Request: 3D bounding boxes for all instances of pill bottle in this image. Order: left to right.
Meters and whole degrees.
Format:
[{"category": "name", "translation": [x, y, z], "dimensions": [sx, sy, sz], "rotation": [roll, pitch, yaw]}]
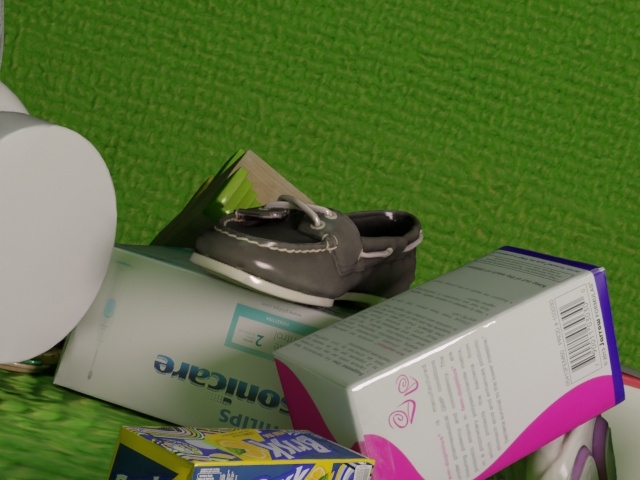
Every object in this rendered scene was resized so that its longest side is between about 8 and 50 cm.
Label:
[{"category": "pill bottle", "translation": [-0.369, -0.046, 0.819], "dimensions": [0.408, 0.229, 0.229], "rotation": [17, 0, 28]}]

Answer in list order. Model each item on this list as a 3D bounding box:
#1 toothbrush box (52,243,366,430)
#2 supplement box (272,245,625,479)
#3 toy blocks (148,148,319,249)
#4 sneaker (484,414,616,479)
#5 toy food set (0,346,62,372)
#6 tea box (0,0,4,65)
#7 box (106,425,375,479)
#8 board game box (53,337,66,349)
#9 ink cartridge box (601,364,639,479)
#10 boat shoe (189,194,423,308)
[{"category": "toothbrush box", "translation": [-0.079, 0.090, 0.953], "dimensions": [0.216, 0.126, 0.295], "rotation": [17, 2, 8]}, {"category": "supplement box", "translation": [0.094, 0.098, 0.749], "dimensions": [0.220, 0.111, 0.114], "rotation": [-22, 19, -26]}, {"category": "toy blocks", "translation": [-0.063, 0.054, 1.250], "dimensions": [0.261, 0.190, 0.381], "rotation": [39, -29, -10]}, {"category": "sneaker", "translation": [0.169, 0.188, 0.880], "dimensions": [0.152, 0.114, 0.305], "rotation": [-4, -3, 10]}, {"category": "toy food set", "translation": [-0.262, 0.092, 0.873], "dimensions": [0.083, 0.020, 0.082], "rotation": [17, 1, 21]}, {"category": "tea box", "translation": [-0.343, -0.129, 0.535], "dimensions": [0.329, 0.220, 0.323], "rotation": [3, 39, -14]}, {"category": "box", "translation": [-0.041, 0.140, 0.590], "dimensions": [0.059, 0.054, 0.169], "rotation": [17, 0, 36]}, {"category": "board game box", "translation": [-0.282, 0.056, 0.931], "dimensions": [0.169, 0.033, 0.133], "rotation": [14, -44, 27]}, {"category": "ink cartridge box", "translation": [0.280, 0.191, 1.199], "dimensions": [0.226, 0.131, 0.306], "rotation": [16, 2, -17]}, {"category": "boat shoe", "translation": [0.000, 0.000, 0.864], "dimensions": [0.112, 0.095, 0.335], "rotation": [19, 2, 24]}]
